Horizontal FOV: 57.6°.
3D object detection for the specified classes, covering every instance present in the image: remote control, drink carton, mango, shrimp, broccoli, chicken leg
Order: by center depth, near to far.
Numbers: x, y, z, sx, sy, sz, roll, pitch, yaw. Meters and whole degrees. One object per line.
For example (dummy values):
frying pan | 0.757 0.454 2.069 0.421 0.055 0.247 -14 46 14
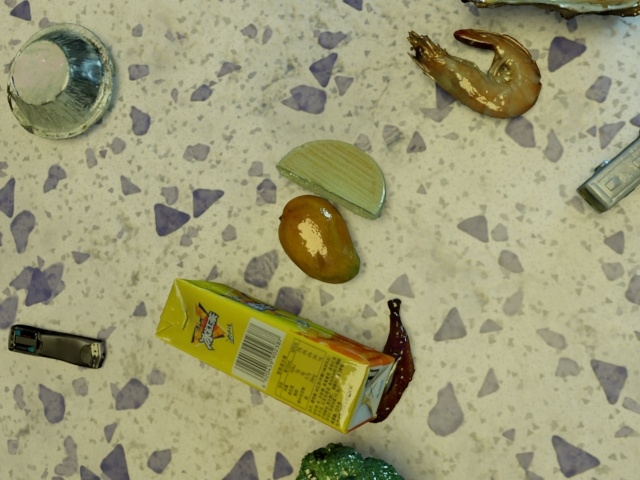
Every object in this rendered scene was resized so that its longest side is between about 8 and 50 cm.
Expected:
broccoli | 0.035 0.452 0.869 0.270 0.270 0.270 -23 79 -32
drink carton | -0.073 0.172 0.929 0.351 0.154 0.111 20 90 23
shrimp | 0.249 -0.289 0.944 0.236 0.053 0.133 33 97 10
chicken leg | 0.111 0.203 0.961 0.093 0.053 0.205 28 90 28
mango | -0.007 0.001 0.981 0.115 0.089 0.165 -22 85 3
remote control | -0.513 0.204 1.128 0.212 0.028 0.059 7 88 15

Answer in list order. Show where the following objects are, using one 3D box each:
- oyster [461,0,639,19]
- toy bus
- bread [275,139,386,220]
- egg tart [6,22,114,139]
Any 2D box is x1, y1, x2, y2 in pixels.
oyster | 0.378 -0.437 0.899 0.361 0.096 0.221 11 85 15
toy bus | 0.475 -0.123 0.866 0.190 0.075 0.064 -42 78 10
bread | 0.033 -0.115 0.987 0.193 0.036 0.112 28 63 11
egg tart | -0.510 -0.311 1.120 0.234 0.094 0.234 -1 86 12
